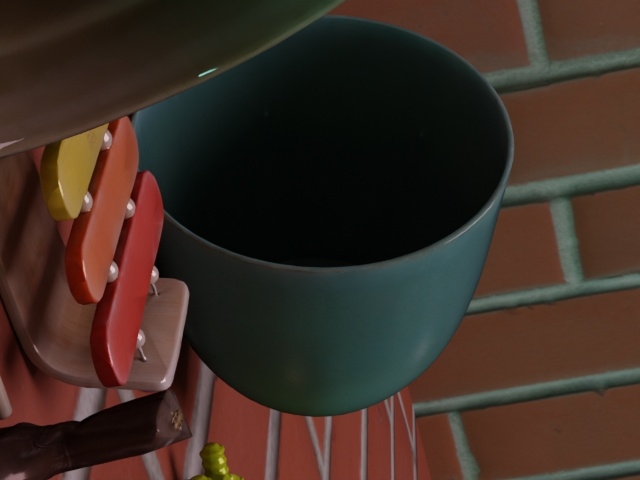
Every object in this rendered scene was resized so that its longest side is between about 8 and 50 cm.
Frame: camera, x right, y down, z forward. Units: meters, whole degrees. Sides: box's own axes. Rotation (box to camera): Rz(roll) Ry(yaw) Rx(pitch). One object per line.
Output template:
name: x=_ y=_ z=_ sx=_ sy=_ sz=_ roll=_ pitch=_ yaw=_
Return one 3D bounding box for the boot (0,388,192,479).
boot: x=-0.129 y=0.114 z=0.924 sx=0.106 sy=0.114 sz=0.037 roll=-76 pitch=155 yaw=-70

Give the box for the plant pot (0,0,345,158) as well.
plant pot: x=-0.139 y=-0.217 z=0.763 sx=0.280 sy=0.323 sz=0.323 roll=64 pitch=7 yaw=7

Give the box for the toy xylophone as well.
toy xylophone: x=-0.160 y=-0.038 z=1.007 sx=0.236 sy=0.081 sz=0.323 roll=-89 pitch=166 yaw=-50

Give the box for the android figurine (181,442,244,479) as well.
android figurine: x=-0.067 y=0.294 z=1.347 sx=0.248 sy=0.056 sz=0.273 roll=-66 pitch=147 yaw=-75

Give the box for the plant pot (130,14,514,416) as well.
plant pot: x=0.000 y=0.000 z=1.401 sx=0.235 sy=0.293 sz=0.293 roll=91 pitch=-1 yaw=-45
